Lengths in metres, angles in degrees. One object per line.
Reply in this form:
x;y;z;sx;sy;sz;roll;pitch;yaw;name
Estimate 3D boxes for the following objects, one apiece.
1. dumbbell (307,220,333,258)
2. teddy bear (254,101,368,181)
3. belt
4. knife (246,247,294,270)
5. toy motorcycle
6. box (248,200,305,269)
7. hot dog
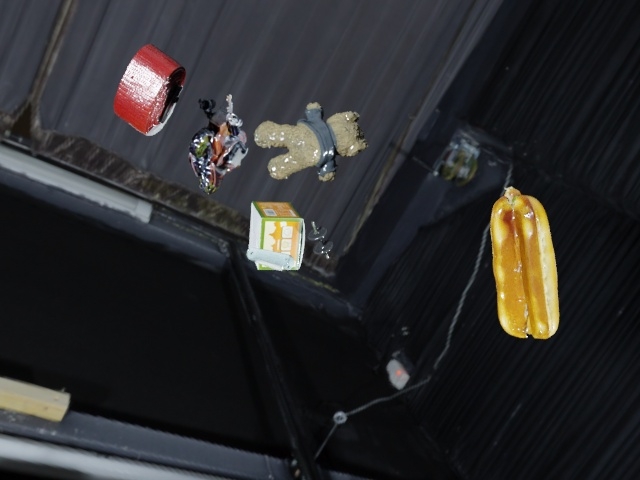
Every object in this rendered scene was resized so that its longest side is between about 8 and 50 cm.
0.000;0.000;1.848;0.147;0.069;0.069;66;174;-30;dumbbell
-0.022;-0.215;1.312;0.251;0.182;0.129;-15;-167;6;teddy bear
-0.406;-0.356;1.407;0.124;0.201;0.128;34;-157;2;belt
-0.125;0.046;1.427;0.162;0.044;0.023;10;163;44;knife
-0.283;-0.288;1.618;0.134;0.207;0.401;34;159;13;toy motorcycle
-0.147;-0.019;1.913;0.148;0.178;0.195;0;-161;-17;box
0.445;0.048;1.259;0.100;0.338;0.135;-18;-169;-43;hot dog
